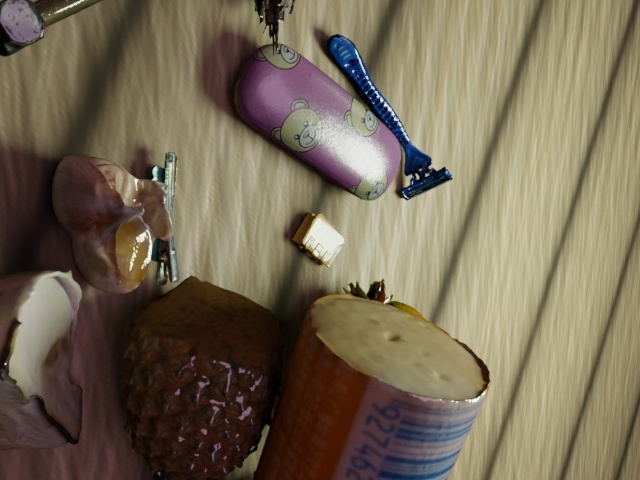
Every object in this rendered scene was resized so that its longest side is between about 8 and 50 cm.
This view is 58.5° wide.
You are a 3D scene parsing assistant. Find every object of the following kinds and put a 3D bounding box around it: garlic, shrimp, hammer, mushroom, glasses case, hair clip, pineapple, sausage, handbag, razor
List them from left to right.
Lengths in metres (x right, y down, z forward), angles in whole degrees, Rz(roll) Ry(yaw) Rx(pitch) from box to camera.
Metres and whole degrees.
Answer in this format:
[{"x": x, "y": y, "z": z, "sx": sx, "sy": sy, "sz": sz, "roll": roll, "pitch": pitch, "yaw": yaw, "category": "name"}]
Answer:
[{"x": -0.355, "y": 0.117, "z": 0.606, "sx": 0.236, "sy": 0.173, "sz": 0.162, "roll": 96, "pitch": -5, "yaw": -52, "category": "mushroom"}, {"x": -0.247, "y": -0.017, "z": 0.671, "sx": 0.123, "sy": 0.099, "sz": 0.175, "roll": -1, "pitch": 107, "yaw": 4, "category": "garlic"}, {"x": -0.206, "y": -0.306, "z": 0.651, "sx": 0.365, "sy": 0.111, "sz": 0.044, "roll": -41, "pitch": 120, "yaw": -27, "category": "hammer"}, {"x": -0.207, "y": -0.028, "z": 0.740, "sx": 0.049, "sy": 0.049, "sz": 0.173, "roll": 0, "pitch": 92, "yaw": -39, "category": "hair clip"}, {"x": -0.169, "y": 0.247, "z": 0.743, "sx": 0.201, "sy": 0.202, "sz": 0.362, "roll": 1, "pitch": 111, "yaw": -39, "category": "pineapple"}, {"x": -0.062, "y": -0.361, "z": 0.769, "sx": 0.079, "sy": 0.090, "sz": 0.233, "roll": 6, "pitch": 79, "yaw": -58, "category": "shrimp"}, {"x": 0.000, "y": 0.000, "z": 0.920, "sx": 0.083, "sy": 0.027, "sz": 0.061, "roll": 45, "pitch": 69, "yaw": -36, "category": "handbag"}, {"x": 0.008, "y": -0.169, "z": 0.866, "sx": 0.316, "sy": 0.075, "sz": 0.123, "roll": 31, "pitch": 83, "yaw": -37, "category": "glasses case"}, {"x": 0.052, "y": 0.240, "z": 0.700, "sx": 0.233, "sy": 0.233, "sz": 0.287, "roll": 1, "pitch": 113, "yaw": -39, "category": "sausage"}, {"x": 0.107, "y": -0.211, "z": 0.963, "sx": 0.324, "sy": 0.093, "sz": 0.056, "roll": 51, "pitch": 26, "yaw": -28, "category": "razor"}]

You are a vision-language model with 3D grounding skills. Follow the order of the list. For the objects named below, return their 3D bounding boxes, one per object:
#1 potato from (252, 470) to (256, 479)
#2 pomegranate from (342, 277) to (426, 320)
[{"x": -0.005, "y": 0.515, "z": 0.851, "sx": 0.219, "sy": 0.270, "sz": 0.360, "roll": -17, "pitch": 117, "yaw": 0, "category": "potato"}, {"x": 0.093, "y": 0.181, "z": 0.915, "sx": 0.210, "sy": 0.210, "sz": 0.236, "roll": -1, "pitch": 81, "yaw": -39, "category": "pomegranate"}]
